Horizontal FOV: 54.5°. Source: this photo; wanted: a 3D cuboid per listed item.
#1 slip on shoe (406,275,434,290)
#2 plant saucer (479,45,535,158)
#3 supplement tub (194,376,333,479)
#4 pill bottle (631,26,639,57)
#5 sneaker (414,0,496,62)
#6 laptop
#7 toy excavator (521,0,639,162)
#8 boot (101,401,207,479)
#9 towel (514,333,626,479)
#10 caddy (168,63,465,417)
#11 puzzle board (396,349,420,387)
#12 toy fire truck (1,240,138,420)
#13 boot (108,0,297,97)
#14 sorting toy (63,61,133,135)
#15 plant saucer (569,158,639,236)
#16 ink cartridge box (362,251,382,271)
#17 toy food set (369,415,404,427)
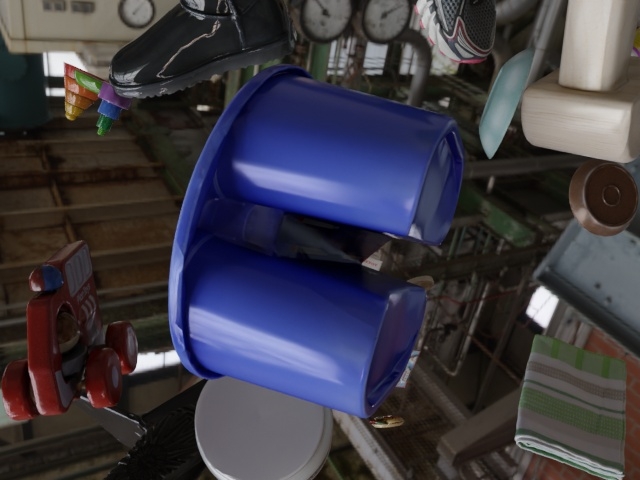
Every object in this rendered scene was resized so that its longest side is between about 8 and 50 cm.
[{"bbox_3d":[0.148,0.107,1.136,0.136,0.051,0.041,-19,-124,-7],"label":"slip on shoe"},{"bbox_3d":[0.303,-0.234,1.042,0.038,0.194,0.195,20,-149,7],"label":"plant saucer"},{"bbox_3d":[-0.077,0.275,0.919,0.191,0.272,0.191,0,-112,1],"label":"supplement tub"},{"bbox_3d":[0.348,-0.207,0.669,0.083,0.043,0.043,-34,-134,-18],"label":"pill bottle"},{"bbox_3d":[0.179,-0.357,0.720,0.121,0.299,0.112,-27,-148,-37],"label":"sneaker"},{"bbox_3d":[-0.363,0.413,1.571,0.408,0.381,0.236,14,-124,23],"label":"laptop"},{"bbox_3d":[0.251,-0.341,0.439,0.222,0.432,0.445,20,-119,34],"label":"toy excavator"},{"bbox_3d":[-0.291,0.503,1.209,0.131,0.260,0.348,25,-127,40],"label":"boot"},{"bbox_3d":[0.283,0.177,0.690,0.113,0.023,0.152,19,-132,11],"label":"towel"},{"bbox_3d":[0.000,0.000,0.513,0.179,0.241,0.341,17,-178,16],"label":"caddy"},{"bbox_3d":[0.231,0.372,1.812,0.097,0.128,0.011,13,-163,-27],"label":"puzzle board"},{"bbox_3d":[-0.438,0.149,1.069,0.170,0.253,0.302,-8,-166,-3],"label":"toy fire truck"},{"bbox_3d":[-0.261,-0.484,1.025,0.367,0.445,0.146,-18,-133,0],"label":"boot"},{"bbox_3d":[-0.515,-0.306,1.395,0.127,0.126,0.366,21,-172,-38],"label":"sorting toy"},{"bbox_3d":[0.600,-0.093,1.297,0.169,0.168,0.029,1,176,-15],"label":"plant saucer"},{"bbox_3d":[0.070,0.078,1.353,0.092,0.143,0.090,21,177,-2],"label":"ink cartridge box"},{"bbox_3d":[0.163,0.440,1.511,0.083,0.020,0.083,-9,170,14],"label":"toy food set"}]
